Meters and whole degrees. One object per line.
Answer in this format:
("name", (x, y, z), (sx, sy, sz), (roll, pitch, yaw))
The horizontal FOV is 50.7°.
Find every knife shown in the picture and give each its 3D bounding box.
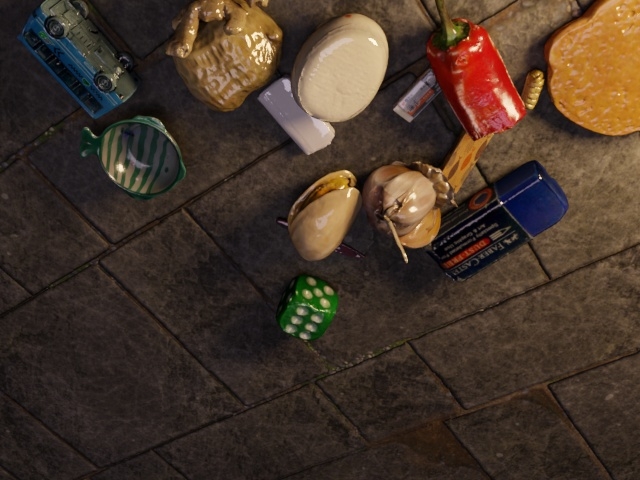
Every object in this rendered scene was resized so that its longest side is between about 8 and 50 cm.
("knife", (0.000, 0.000, 1.702), (0.247, 0.018, 0.035), (24, 121, -11))

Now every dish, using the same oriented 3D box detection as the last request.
("dish", (-0.426, -0.209, 1.574), (0.246, 0.078, 0.224), (17, 125, -6))

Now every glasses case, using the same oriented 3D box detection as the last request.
("glasses case", (0.316, -0.189, 1.517), (0.065, 0.041, 0.170), (15, 126, -17))

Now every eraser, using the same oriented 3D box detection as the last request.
("eraser", (0.402, -0.036, 1.573), (0.332, 0.101, 0.155), (-35, 115, 28))
("eraser", (0.213, -0.313, 1.448), (0.052, 0.029, 0.122), (35, 122, -16))

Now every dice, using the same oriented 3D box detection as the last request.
("dice", (-0.036, 0.178, 1.769), (0.131, 0.120, 0.128), (29, 124, -11))

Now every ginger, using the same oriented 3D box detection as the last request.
("ginger", (-0.195, -0.447, 1.301), (0.149, 0.065, 0.258), (33, 85, 13))

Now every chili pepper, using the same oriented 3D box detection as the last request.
("chili pepper", (0.280, -0.366, 1.340), (0.135, 0.131, 0.338), (-18, 126, 35))

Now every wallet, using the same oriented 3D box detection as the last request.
("wallet", (-0.049, -0.277, 1.507), (0.095, 0.033, 0.190), (-32, 114, 27))

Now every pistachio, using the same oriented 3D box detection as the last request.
("pistachio", (0.012, -0.057, 1.583), (0.157, 0.157, 0.229), (28, 119, -12))

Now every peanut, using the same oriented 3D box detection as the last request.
("peanut", (-0.187, -0.385, 1.396), (0.233, 0.110, 0.196), (-28, 100, 23))

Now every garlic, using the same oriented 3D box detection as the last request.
("garlic", (0.209, -0.069, 1.491), (0.207, 0.256, 0.207), (-4, 119, -7))

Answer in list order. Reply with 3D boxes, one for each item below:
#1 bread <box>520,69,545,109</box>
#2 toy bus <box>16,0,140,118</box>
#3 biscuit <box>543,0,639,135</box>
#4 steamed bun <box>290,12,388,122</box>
("bread", (0.443, -0.313, 1.408), (0.034, 0.049, 0.088), (4, 124, -5))
("toy bus", (-0.513, -0.390, 1.438), (0.134, 0.113, 0.246), (-25, 120, 29))
("biscuit", (0.633, -0.362, 1.344), (0.312, 0.057, 0.351), (40, 122, -19))
("steamed bun", (0.038, -0.358, 1.378), (0.177, 0.130, 0.228), (21, 124, -20))
